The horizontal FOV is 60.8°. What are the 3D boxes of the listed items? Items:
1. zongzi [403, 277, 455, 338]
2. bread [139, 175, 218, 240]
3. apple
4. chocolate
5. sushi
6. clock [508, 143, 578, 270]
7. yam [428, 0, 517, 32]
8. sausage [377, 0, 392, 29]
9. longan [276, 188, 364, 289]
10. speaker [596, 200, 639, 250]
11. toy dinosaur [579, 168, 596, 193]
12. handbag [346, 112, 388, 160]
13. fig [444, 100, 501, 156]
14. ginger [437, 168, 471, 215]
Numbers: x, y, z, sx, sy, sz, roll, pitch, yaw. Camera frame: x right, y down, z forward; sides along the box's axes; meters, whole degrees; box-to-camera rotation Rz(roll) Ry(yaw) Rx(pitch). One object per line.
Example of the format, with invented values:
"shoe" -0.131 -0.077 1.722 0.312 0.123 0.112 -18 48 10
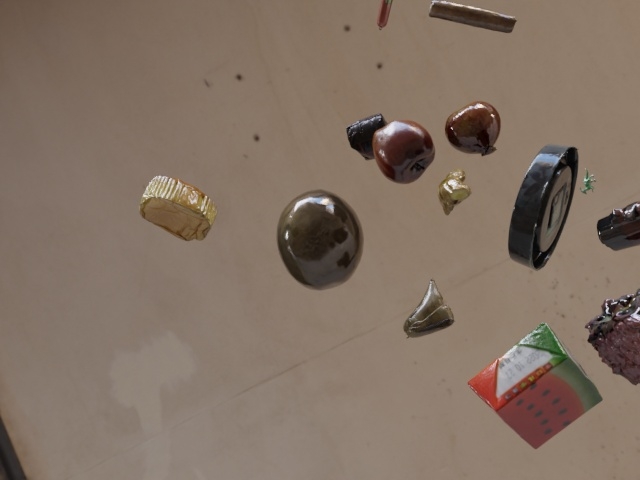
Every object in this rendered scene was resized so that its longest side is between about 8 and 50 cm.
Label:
"zongzi" 0.386 0.255 2.050 0.194 0.198 0.099 -17 -12 -17
"bread" -0.469 -0.108 1.818 0.250 0.133 0.179 24 -40 -22
"apple" 0.303 -0.328 1.988 0.233 0.234 0.234 -27 -7 -4
"chocolate" 0.754 0.518 1.884 0.341 0.360 0.161 -42 29 9
"sushi" 0.762 0.197 1.274 0.236 0.171 0.270 -44 -8 -27
"clock" 0.671 -0.100 1.635 0.076 0.387 0.386 20 24 33
"yam" 0.414 -0.612 1.495 0.241 0.057 0.057 14 -1 9
"sausage" 0.180 -0.655 1.398 0.029 0.223 0.029 12 16 -3
"longan" 0.000 0.000 2.115 0.335 0.405 0.404 -15 -8 -3
"speaker" 0.900 -0.066 1.357 0.259 0.198 0.329 4 -22 -27
"toy dinosaur" 0.882 -0.192 1.813 0.062 0.083 0.021 -33 -24 4
"handbag" 0.212 -0.419 2.237 0.169 0.155 0.215 -21 -18 18
"fig" 0.541 -0.380 1.901 0.205 0.205 0.205 -27 -7 -4
"ginger" 0.350 -0.127 1.462 0.115 0.081 0.205 -47 0 22
